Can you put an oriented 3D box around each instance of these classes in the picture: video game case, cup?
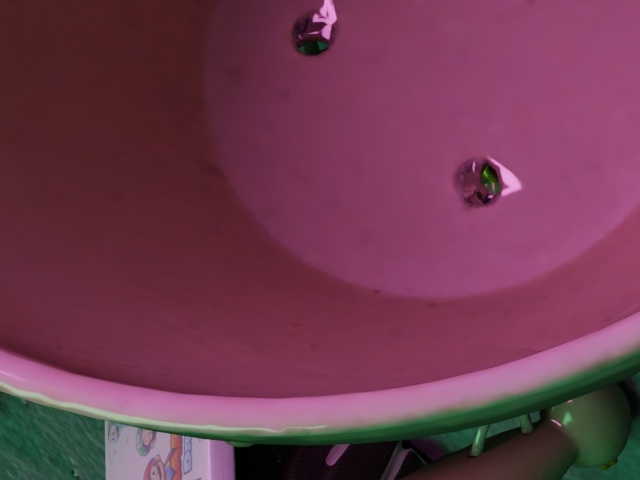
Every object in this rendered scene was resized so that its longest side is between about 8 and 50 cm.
[{"bbox_3d":[-0.084,0.079,0.914,0.143,0.019,0.157,-31,58,57],"label":"video game case"},{"bbox_3d":[0.019,-0.089,0.471,0.331,0.331,0.237,32,172,19],"label":"cup"}]

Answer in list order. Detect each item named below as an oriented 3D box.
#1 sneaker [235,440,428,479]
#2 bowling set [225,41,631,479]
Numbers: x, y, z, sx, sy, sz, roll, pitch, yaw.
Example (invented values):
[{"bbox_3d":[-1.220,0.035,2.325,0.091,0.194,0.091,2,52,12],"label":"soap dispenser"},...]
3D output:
[{"bbox_3d":[0.051,0.198,0.917,0.281,0.106,0.162,27,147,25],"label":"sneaker"},{"bbox_3d":[0.000,0.000,0.744,0.200,0.154,0.287,35,153,50],"label":"bowling set"}]
